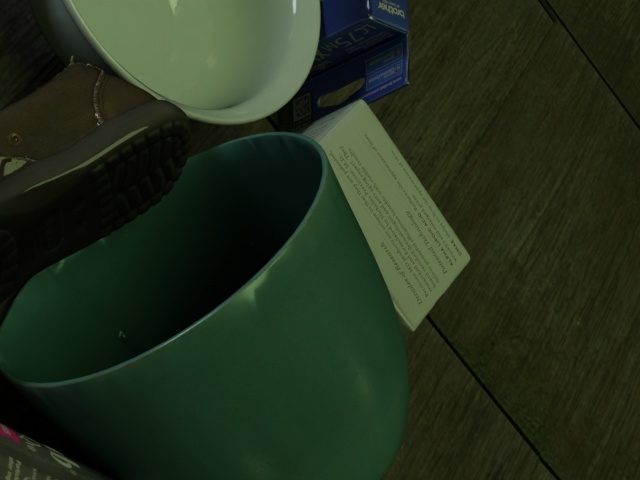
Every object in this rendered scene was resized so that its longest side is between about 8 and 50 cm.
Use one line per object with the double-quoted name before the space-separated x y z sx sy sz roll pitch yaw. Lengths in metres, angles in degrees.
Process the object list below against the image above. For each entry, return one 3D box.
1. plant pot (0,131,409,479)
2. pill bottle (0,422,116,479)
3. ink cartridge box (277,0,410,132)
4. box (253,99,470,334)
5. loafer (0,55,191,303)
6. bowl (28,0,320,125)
"plant pot" -0.065 0.095 1.188 0.235 0.293 0.293 57 44 -25
"pill bottle" -0.218 0.223 1.067 0.278 0.162 0.162 33 53 -31
"ink cartridge box" -0.006 -0.265 1.445 0.065 0.186 0.311 12 67 -44
"box" 0.000 0.000 1.349 0.182 0.181 0.119 55 46 -13
"loafer" -0.270 -0.024 1.133 0.366 0.134 0.130 -30 60 -34
"bowl" -0.151 -0.222 1.328 0.298 0.134 0.298 18 62 -37
